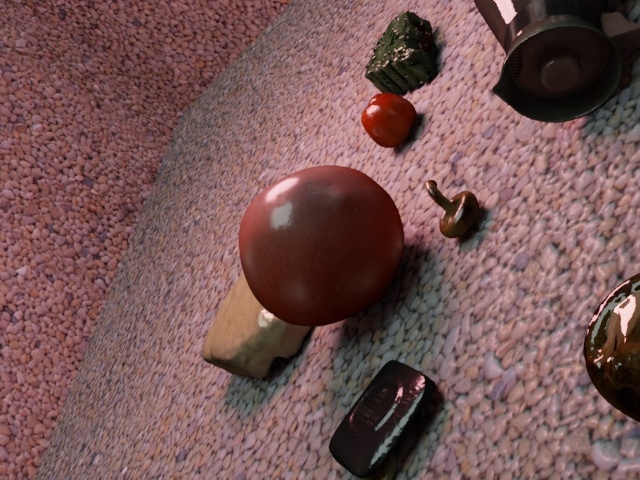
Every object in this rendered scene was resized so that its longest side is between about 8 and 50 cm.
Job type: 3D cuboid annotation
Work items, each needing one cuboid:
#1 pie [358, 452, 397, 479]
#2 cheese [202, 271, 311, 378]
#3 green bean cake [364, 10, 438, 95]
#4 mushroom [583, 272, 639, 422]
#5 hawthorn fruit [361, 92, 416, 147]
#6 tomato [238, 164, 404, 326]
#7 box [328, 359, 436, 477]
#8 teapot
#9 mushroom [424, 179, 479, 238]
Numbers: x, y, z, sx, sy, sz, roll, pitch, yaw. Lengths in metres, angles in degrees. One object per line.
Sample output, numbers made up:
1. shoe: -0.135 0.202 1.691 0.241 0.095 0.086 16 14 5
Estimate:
1. pie: 0.089 0.368 1.602 0.085 0.017 0.085 -45 23 26
2. cheese: -0.130 0.171 2.215 0.326 0.115 0.318 -50 22 20
3. green bean cake: 0.211 -0.457 2.395 0.193 0.107 0.208 -21 39 57
4. mushroom: 0.413 0.126 1.131 0.194 0.138 0.231 -45 32 -8
5. hawthorn fruit: 0.151 -0.270 2.242 0.128 0.128 0.128 -45 24 26
6. tomato: 0.000 0.000 1.907 0.321 0.321 0.321 -45 24 26
7. box: 0.094 0.288 1.647 0.201 0.042 0.212 -53 15 -6
8. teapot: 0.416 -0.390 1.738 0.300 0.253 0.344 -12 46 16
9. mushroom: 0.237 -0.063 1.813 0.129 0.073 0.088 60 135 29
